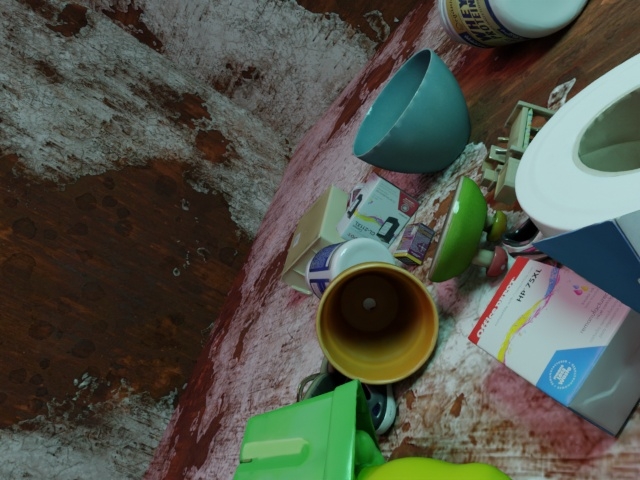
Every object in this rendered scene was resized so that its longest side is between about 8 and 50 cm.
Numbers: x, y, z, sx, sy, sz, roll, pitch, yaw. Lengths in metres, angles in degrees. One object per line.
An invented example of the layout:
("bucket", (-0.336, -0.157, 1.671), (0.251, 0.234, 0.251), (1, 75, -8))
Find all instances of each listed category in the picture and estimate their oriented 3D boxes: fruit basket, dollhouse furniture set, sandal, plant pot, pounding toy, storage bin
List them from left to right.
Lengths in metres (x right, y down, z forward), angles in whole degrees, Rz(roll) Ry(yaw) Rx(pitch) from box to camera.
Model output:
("storage bin", (0.000, 0.000, 1.482), (0.260, 0.123, 0.262), (-46, 21, 40))
("sandal", (0.006, 0.291, 0.864), (0.086, 0.120, 0.303), (-25, 1, 11))
("plant pot", (0.098, 0.133, 0.867), (0.205, 0.205, 0.188), (-58, 0, 5))
("fruit basket", (0.070, 0.361, 0.535), (0.391, 0.283, 0.392), (-10, 37, 8))
("plant pot", (0.240, -0.274, 1.118), (0.290, 0.195, 0.290), (-52, 17, 24))
("pounding toy", (0.261, -0.001, 0.797), (0.237, 0.110, 0.183), (32, -103, -77))
("dollhouse furniture set", (0.336, -0.101, 0.783), (0.161, 0.101, 0.182), (99, -169, -61))

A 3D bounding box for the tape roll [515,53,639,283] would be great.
("tape roll", (0.347, -0.084, 0.460), (0.286, 0.100, 0.286), (-39, 22, 19))

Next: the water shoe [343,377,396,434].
("water shoe", (0.084, 0.255, 0.855), (0.073, 0.080, 0.203), (-54, 17, 17))

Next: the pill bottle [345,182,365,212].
("pill bottle", (0.120, -0.101, 1.367), (0.086, 0.086, 0.152), (-47, 20, 37))

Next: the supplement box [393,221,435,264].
("supplement box", (0.202, 0.008, 1.009), (0.083, 0.043, 0.055), (-64, 16, -12))

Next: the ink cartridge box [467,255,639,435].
("ink cartridge box", (0.273, 0.105, 0.564), (0.134, 0.078, 0.231), (-58, 16, 1))

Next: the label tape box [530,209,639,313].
("label tape box", (0.321, 0.050, 0.237), (0.333, 0.240, 0.106), (-33, 32, 58))

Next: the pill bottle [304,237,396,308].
("pill bottle", (0.057, 0.080, 1.106), (0.153, 0.153, 0.264), (-63, 14, -13))

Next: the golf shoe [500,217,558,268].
("golf shoe", (0.331, -0.032, 0.624), (0.186, 0.086, 0.067), (-48, 19, 29))

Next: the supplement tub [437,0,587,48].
("supplement tub", (0.415, -0.559, 1.048), (0.228, 0.228, 0.316), (-57, 16, 9))

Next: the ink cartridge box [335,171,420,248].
("ink cartridge box", (0.140, -0.059, 1.161), (0.175, 0.127, 0.072), (-56, 19, 14))
